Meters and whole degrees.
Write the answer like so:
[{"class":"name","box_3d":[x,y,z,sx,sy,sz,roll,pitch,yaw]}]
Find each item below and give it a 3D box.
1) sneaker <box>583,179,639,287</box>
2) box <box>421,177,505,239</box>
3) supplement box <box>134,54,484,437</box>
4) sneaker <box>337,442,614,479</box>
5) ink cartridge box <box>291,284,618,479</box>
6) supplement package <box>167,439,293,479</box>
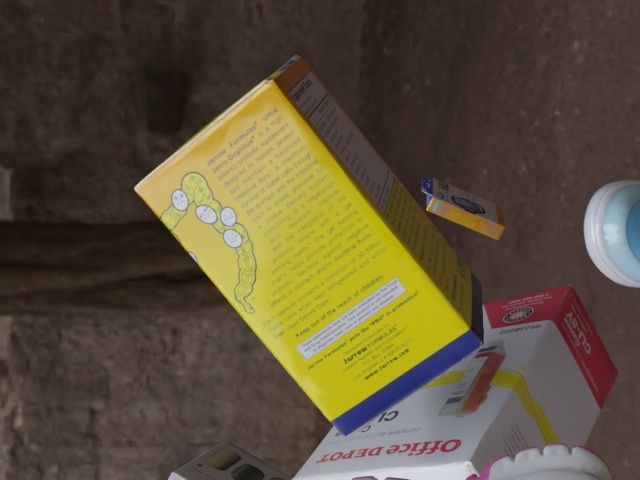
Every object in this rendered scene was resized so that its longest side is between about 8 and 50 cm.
[{"class":"sneaker","box_3d":[0.452,0.003,1.106,0.208,0.319,0.127,-2,78,55]},{"class":"box","box_3d":[0.213,-0.052,1.564,0.081,0.136,0.028,-76,8,-64]},{"class":"supplement box","box_3d":[0.000,0.000,1.145,0.356,0.195,0.194,51,-163,-8]},{"class":"sneaker","box_3d":[0.071,0.204,0.615,0.111,0.252,0.103,-106,0,-62]},{"class":"ink cartridge box","box_3d":[0.184,0.242,1.335,0.385,0.279,0.160,-46,-68,-48]},{"class":"supplement package","box_3d":[-0.158,0.484,1.695,0.198,0.199,0.262,-63,-11,6]}]
